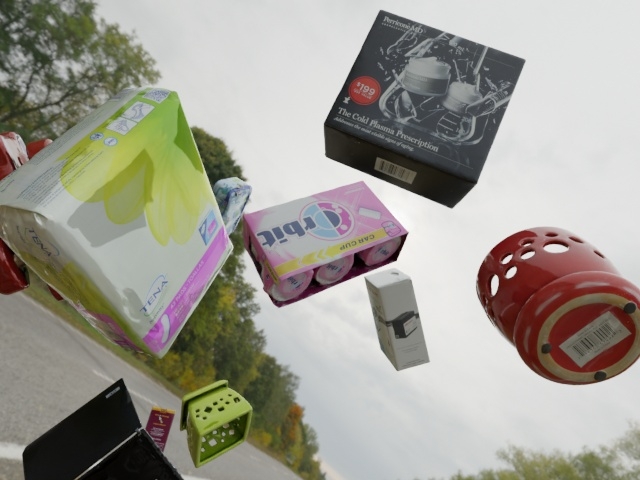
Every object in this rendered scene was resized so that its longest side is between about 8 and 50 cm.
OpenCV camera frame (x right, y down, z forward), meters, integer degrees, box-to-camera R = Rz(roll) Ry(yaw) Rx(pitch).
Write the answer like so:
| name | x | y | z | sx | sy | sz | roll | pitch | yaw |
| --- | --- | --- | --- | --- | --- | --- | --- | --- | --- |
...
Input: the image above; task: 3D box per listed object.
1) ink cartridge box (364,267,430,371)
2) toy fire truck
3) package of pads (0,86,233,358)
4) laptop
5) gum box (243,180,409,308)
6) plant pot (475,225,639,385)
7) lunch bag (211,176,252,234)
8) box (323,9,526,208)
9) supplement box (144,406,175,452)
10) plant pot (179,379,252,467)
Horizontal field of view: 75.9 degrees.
| name | x | y | z | sx | sy | sz | roll | pitch | yaw |
| --- | --- | --- | --- | --- | --- | --- | --- | --- | --- |
| ink cartridge box | 0.270 | 0.275 | 1.484 | 0.223 | 0.129 | 0.307 | -138 | -146 | -82 |
| toy fire truck | -0.518 | -0.050 | 0.750 | 0.254 | 0.170 | 0.302 | 25 | -44 | 61 |
| package of pads | -0.234 | -0.008 | 0.526 | 0.101 | 0.229 | 0.296 | 13 | -39 | 17 |
| laptop | -0.446 | 0.478 | 0.852 | 0.264 | 0.234 | 0.136 | 56 | -18 | -6 |
| gum box | 0.000 | 0.000 | 0.521 | 0.107 | 0.189 | 0.062 | 55 | -28 | 32 |
| plant pot | 0.343 | 0.092 | 0.593 | 0.191 | 0.191 | 0.174 | 50 | 16 | -11 |
| lunch bag | -0.332 | -0.111 | 1.434 | 0.090 | 0.176 | 0.218 | 32 | -70 | 8 |
| box | 0.224 | -0.296 | 0.943 | 0.344 | 0.312 | 0.179 | 23 | -12 | 7 |
| supplement box | -0.555 | 0.664 | 1.378 | 0.081 | 0.188 | 0.104 | 16 | -27 | -12 |
| plant pot | -0.428 | 0.705 | 1.623 | 0.207 | 0.227 | 0.228 | 39 | -52 | 36 |
